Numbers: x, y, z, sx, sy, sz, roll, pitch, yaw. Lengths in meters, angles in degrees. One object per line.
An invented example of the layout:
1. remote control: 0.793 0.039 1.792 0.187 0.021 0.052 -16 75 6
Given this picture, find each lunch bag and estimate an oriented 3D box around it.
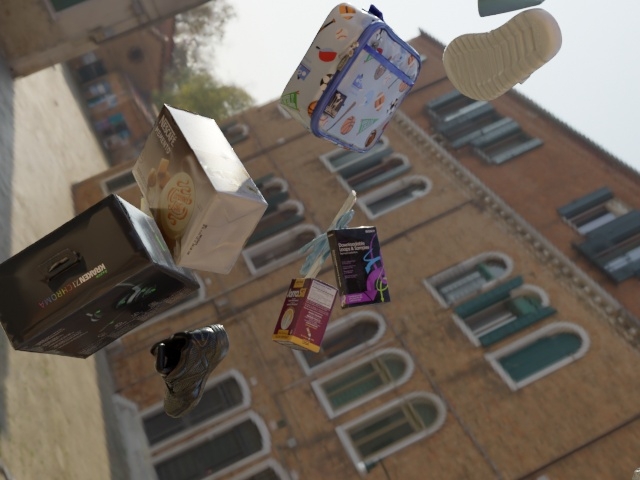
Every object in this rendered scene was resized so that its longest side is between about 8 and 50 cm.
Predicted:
1. lunch bag: 0.065 -0.293 1.473 0.115 0.243 0.303 39 11 21

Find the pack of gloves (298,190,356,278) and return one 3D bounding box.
1. pack of gloves: 0.000 0.000 1.825 0.046 0.232 0.195 31 18 -7

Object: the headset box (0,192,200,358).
1. headset box: -0.360 0.067 1.297 0.131 0.246 0.283 58 1 13

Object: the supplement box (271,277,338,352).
1. supplement box: -0.019 0.092 0.999 0.043 0.083 0.055 26 -17 -25

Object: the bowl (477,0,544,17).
1. bowl: 0.481 -0.676 1.904 0.311 0.163 0.312 11 90 -73

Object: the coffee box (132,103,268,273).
1. coffee box: -0.193 -0.083 1.256 0.098 0.141 0.246 12 31 -39

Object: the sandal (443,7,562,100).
1. sandal: 0.429 -0.425 1.868 0.416 0.102 0.169 1 -66 67

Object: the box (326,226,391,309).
1. box: 0.078 0.054 1.641 0.029 0.116 0.162 -23 -104 51

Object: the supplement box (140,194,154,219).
1. supplement box: -0.323 -0.052 1.671 0.056 0.083 0.083 -11 -104 55

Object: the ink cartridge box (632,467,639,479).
1. ink cartridge box: 0.669 0.528 1.496 0.153 0.086 0.208 74 -8 -48

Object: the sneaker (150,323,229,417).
1. sneaker: -0.268 0.244 1.489 0.227 0.130 0.087 -57 -131 34
